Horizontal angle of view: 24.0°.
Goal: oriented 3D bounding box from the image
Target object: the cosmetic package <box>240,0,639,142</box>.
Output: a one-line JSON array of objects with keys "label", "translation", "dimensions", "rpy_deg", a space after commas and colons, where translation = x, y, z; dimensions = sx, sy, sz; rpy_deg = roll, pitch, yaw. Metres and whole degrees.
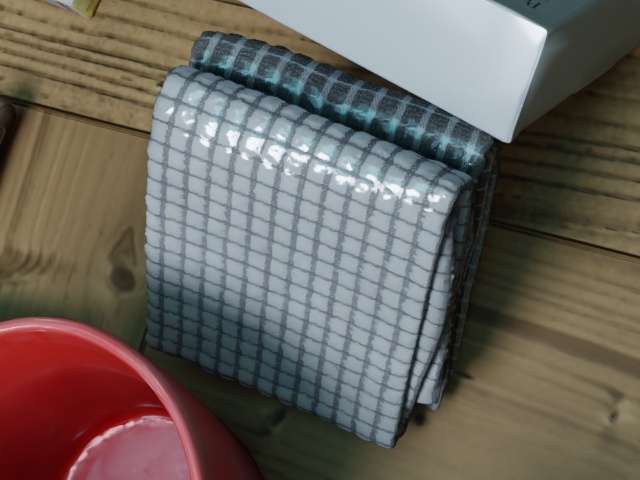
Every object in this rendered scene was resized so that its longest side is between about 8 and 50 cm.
[{"label": "cosmetic package", "translation": [0.056, -0.236, 1.118], "dimensions": [0.377, 0.284, 0.097], "rpy_deg": [30, 129, 20]}]

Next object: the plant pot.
[{"label": "plant pot", "translation": [-0.164, 0.208, 1.114], "dimensions": [0.274, 0.243, 0.275], "rpy_deg": [-4, 78, 17]}]

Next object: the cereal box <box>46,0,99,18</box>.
[{"label": "cereal box", "translation": [-0.274, -0.320, 1.358], "dimensions": [0.240, 0.047, 0.173], "rpy_deg": [23, 87, 20]}]

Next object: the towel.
[{"label": "towel", "translation": [0.000, 0.000, 1.105], "dimensions": [0.235, 0.284, 0.121], "rpy_deg": [21, 48, 14]}]

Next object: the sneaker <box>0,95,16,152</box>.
[{"label": "sneaker", "translation": [-0.314, -0.038, 1.315], "dimensions": [0.071, 0.066, 0.188], "rpy_deg": [41, 98, 3]}]
